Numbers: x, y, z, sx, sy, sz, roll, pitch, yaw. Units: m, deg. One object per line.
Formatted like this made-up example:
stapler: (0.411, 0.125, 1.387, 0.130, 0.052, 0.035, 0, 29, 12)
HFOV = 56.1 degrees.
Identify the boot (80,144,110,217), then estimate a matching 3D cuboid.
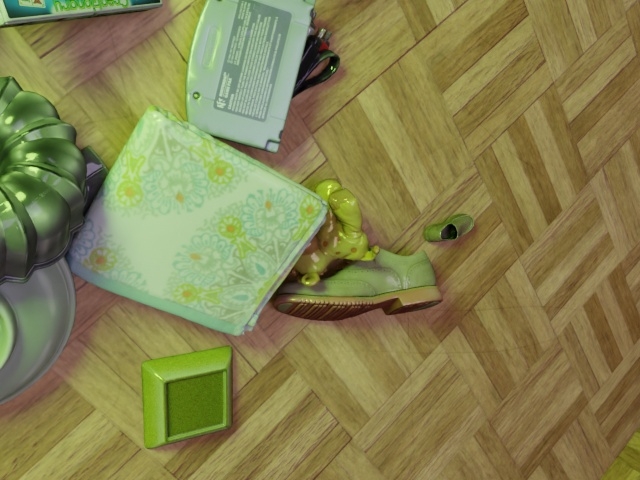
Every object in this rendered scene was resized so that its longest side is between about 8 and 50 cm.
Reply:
boot: (-0.453, -0.086, 0.967, 0.208, 0.076, 0.190, -38, 131, -12)

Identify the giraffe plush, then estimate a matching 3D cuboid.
giraffe plush: (0.000, 0.000, 1.215, 0.170, 0.181, 0.210, -30, 98, -10)

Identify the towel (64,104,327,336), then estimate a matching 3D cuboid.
towel: (-0.207, -0.015, 1.059, 0.374, 0.090, 0.320, 26, 106, -29)

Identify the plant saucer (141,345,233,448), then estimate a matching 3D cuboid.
plant saucer: (-0.255, 0.320, 1.200, 0.188, 0.045, 0.188, -6, 105, -30)

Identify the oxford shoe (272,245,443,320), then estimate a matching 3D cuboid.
oxford shoe: (0.078, 0.092, 1.324, 0.397, 0.140, 0.146, 0, 71, -26)

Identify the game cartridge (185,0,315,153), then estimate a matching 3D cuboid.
game cartridge: (-0.136, -0.324, 1.082, 0.196, 0.060, 0.294, 14, 95, -17)

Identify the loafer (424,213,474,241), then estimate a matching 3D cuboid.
loafer: (0.324, -0.025, 1.467, 0.148, 0.050, 0.056, -21, 112, -25)

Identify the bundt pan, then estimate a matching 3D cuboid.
bundt pan: (-0.477, -0.101, 0.822, 0.331, 0.124, 0.331, 16, 59, -28)

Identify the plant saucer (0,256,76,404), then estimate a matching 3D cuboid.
plant saucer: (-0.570, 0.124, 0.886, 0.400, 0.100, 0.400, -12, 118, -24)

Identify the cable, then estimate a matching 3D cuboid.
cable: (-0.066, -0.310, 1.178, 0.287, 0.072, 0.139, -54, 140, 5)

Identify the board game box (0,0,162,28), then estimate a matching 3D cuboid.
board game box: (-0.371, -0.422, 0.865, 0.305, 0.053, 0.193, -39, 123, -53)
